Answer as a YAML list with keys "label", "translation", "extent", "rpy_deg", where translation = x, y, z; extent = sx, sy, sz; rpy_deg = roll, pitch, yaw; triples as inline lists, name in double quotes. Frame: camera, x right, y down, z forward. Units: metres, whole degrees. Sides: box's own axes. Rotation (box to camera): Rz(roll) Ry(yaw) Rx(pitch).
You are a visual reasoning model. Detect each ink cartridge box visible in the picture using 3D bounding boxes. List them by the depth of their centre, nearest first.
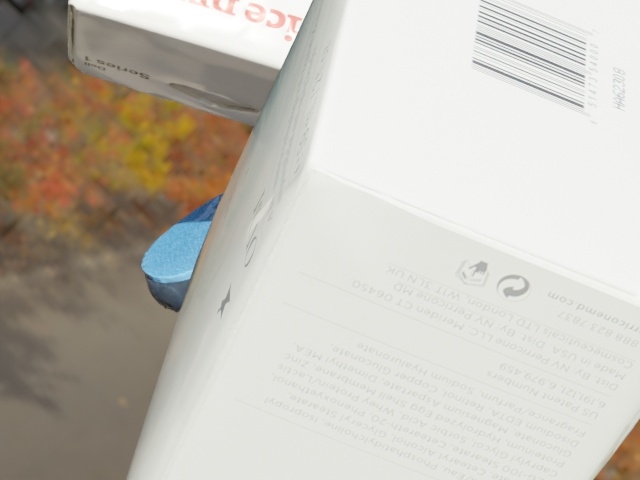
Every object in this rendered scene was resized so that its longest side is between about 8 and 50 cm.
- label: "ink cartridge box"
  translation: [-0.027, -0.223, 1.178]
  extent: [0.201, 0.278, 0.117]
  rpy_deg: [16, -14, -3]

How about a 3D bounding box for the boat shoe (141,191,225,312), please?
- label: "boat shoe"
  translation: [0.000, 0.000, 1.323]
  extent: [0.109, 0.258, 0.089]
  rpy_deg: [44, -29, 53]

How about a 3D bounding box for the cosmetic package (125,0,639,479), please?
- label: "cosmetic package"
  translation: [0.029, 0.016, 0.692]
  extent: [0.138, 0.224, 0.224]
  rpy_deg: [21, 36, -6]
